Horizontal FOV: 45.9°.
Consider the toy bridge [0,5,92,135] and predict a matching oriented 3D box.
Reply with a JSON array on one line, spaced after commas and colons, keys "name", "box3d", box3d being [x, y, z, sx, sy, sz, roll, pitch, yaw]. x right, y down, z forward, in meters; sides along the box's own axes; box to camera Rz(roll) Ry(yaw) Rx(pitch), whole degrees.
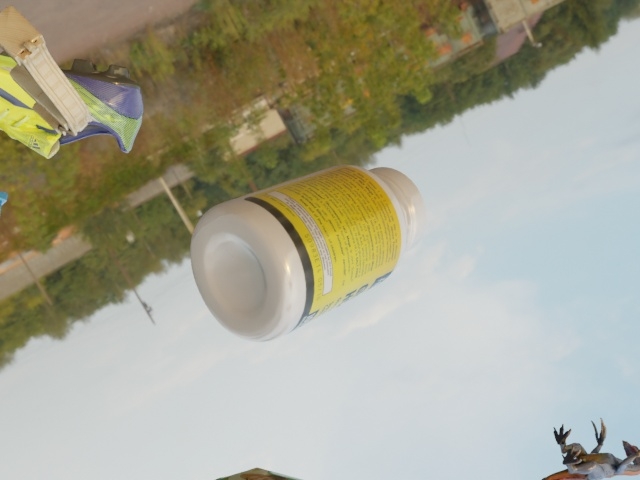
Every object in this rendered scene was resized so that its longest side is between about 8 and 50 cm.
[{"name": "toy bridge", "box3d": [-0.205, -0.113, 0.577, 0.026, 0.063, 0.188, -46, -177, -13]}]

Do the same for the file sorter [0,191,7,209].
[{"name": "file sorter", "box3d": [-0.493, -0.002, 0.956, 0.118, 0.104, 0.170, 18, 151, -38]}]

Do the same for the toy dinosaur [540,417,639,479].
[{"name": "toy dinosaur", "box3d": [0.215, 0.172, 0.589, 0.090, 0.082, 0.047, -52, -155, 12]}]

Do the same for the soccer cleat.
[{"name": "soccer cleat", "box3d": [-0.360, -0.161, 0.902, 0.289, 0.121, 0.093, 4, -173, -7]}]

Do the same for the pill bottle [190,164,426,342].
[{"name": "pill bottle", "box3d": [0.000, 0.000, 1.057, 0.188, 0.187, 0.334, -17, -176, 45]}]

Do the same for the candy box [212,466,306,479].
[{"name": "candy box", "box3d": [-0.026, 0.527, 1.193, 0.317, 0.268, 0.122, -2, 180, 39]}]
